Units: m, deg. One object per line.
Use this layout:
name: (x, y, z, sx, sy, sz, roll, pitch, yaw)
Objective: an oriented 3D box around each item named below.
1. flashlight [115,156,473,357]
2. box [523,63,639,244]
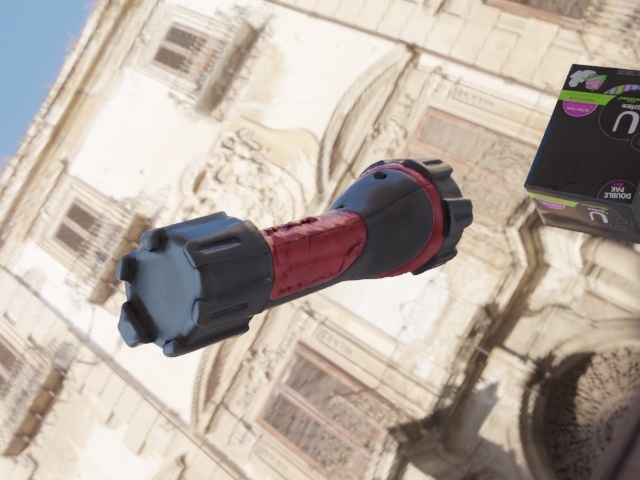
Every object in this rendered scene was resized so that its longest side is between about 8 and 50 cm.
flashlight: (0.000, 0.000, 0.610, 0.304, 0.103, 0.103, -15, -73, -52)
box: (0.162, -0.049, 0.473, 0.052, 0.062, 0.083, 42, -112, -52)
